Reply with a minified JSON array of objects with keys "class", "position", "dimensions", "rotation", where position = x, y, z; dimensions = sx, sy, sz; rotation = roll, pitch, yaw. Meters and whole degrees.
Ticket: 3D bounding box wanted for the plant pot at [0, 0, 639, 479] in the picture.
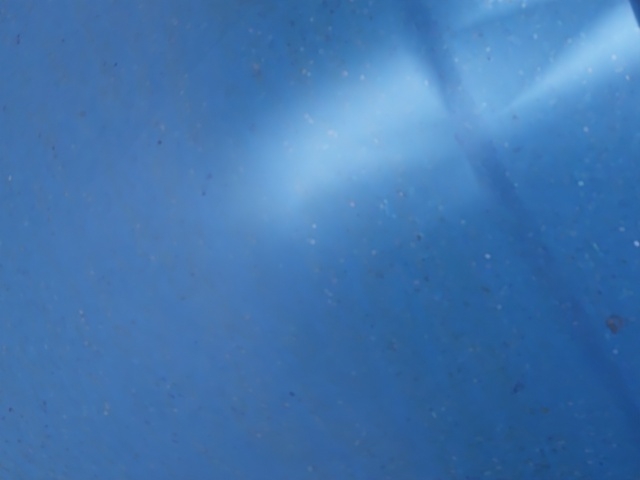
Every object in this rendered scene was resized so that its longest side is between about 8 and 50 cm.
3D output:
[{"class":"plant pot","position":[0.000,0.000,0.495],"dimensions":[0.255,0.271,0.271],"rotation":[-27,48,16]}]
